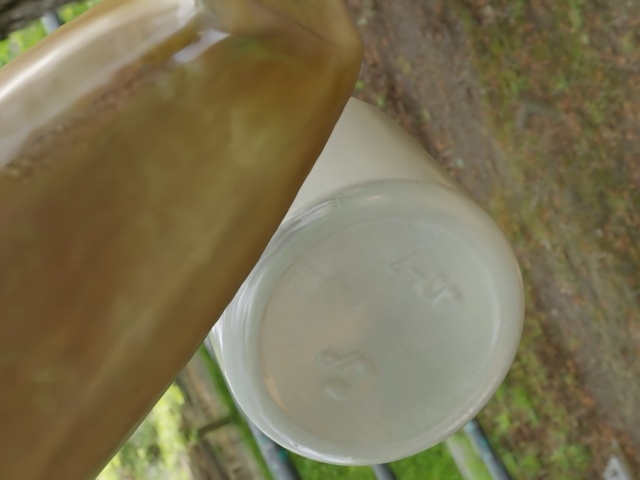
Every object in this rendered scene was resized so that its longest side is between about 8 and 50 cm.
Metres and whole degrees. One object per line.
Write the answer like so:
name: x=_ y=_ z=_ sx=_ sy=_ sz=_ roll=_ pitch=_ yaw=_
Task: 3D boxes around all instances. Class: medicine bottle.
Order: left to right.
medicine bottle: x=0.000 y=0.000 z=1.041 sx=0.339 sy=0.208 sz=0.208 roll=-123 pitch=15 yaw=-65

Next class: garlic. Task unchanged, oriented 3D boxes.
garlic: x=-0.106 y=0.032 z=0.391 sx=0.112 sy=0.318 sz=0.143 roll=45 pitch=-163 yaw=8
